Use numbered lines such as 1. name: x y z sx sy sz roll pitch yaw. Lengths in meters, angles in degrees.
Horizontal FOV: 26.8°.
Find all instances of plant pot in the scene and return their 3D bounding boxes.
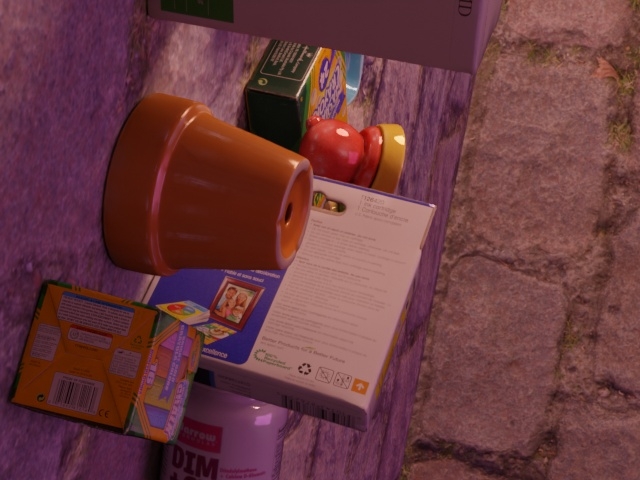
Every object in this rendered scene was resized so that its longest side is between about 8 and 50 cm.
1. plant pot: -0.115 -0.049 1.512 0.205 0.188 0.205 12 90 -76

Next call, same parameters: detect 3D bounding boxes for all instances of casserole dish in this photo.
1. casserole dish: 0.031 -0.274 2.222 0.188 0.037 0.114 -50 150 -61

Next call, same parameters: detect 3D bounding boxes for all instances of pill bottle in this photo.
1. pill bottle: -0.128 0.264 1.788 0.160 0.160 0.283 -39 138 -69

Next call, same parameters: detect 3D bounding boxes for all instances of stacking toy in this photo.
1. stacking toy: 0.000 0.000 1.865 0.279 0.130 0.309 132 -33 -59

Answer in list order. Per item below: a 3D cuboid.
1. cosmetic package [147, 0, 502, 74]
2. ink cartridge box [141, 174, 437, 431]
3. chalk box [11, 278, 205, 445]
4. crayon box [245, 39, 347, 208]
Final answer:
1. cosmetic package: 0.012 -0.319 1.415 0.155 0.365 0.197 -61 157 -51
2. ink cartridge box: -0.042 0.055 1.655 0.072 0.303 0.307 89 19 -52
3. chalk box: -0.210 0.135 1.414 0.213 0.132 0.132 49 54 -74
4. crayon box: -0.028 -0.161 1.989 0.323 0.083 0.203 87 20 -48
